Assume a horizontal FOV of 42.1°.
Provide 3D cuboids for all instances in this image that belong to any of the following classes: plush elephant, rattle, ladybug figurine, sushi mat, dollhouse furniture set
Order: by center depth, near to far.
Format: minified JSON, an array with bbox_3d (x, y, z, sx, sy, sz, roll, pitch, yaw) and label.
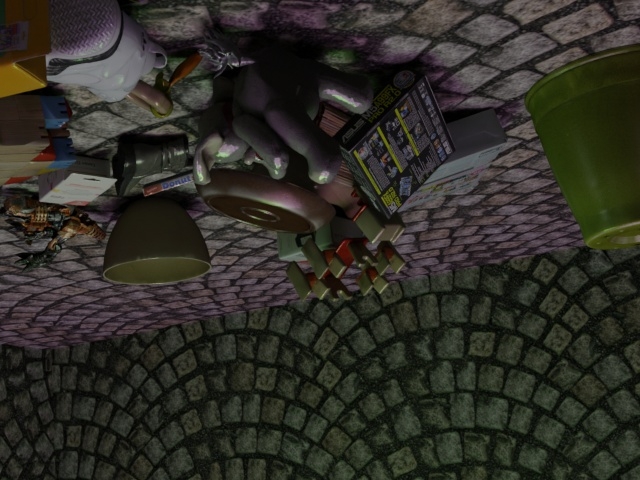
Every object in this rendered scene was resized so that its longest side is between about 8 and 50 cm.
[{"bbox_3d":[-0.332,-0.311,1.454,0.199,0.143,0.130,29,-169,10],"label":"rattle"},{"bbox_3d":[-0.112,-0.209,1.513,0.330,0.272,0.255,28,139,-14],"label":"plush elephant"},{"bbox_3d":[0.078,-0.193,1.856,0.019,0.151,0.316,9,177,35],"label":"sushi mat"},{"bbox_3d":[0.074,0.011,1.908,0.262,0.135,0.259,-2,138,-43],"label":"dollhouse furniture set"},{"bbox_3d":[-0.035,-0.124,2.027,0.305,0.162,0.449,-8,165,6],"label":"ladybug figurine"}]

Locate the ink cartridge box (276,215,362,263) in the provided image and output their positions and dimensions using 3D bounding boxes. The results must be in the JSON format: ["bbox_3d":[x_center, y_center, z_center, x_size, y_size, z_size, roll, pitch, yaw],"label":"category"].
[{"bbox_3d":[0.000,0.000,2.044,0.175,0.072,0.127,-18,161,36],"label":"ink cartridge box"}]

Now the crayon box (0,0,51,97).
[{"bbox_3d":[-0.491,-0.290,1.125,0.323,0.203,0.083,-10,165,13],"label":"crayon box"}]

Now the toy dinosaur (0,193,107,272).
[{"bbox_3d":[-0.687,-0.031,2.137,0.218,0.164,0.322,-33,133,24],"label":"toy dinosaur"}]

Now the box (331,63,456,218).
[{"bbox_3d":[0.156,-0.196,1.697,0.216,0.060,0.270,-45,145,-4],"label":"box"}]

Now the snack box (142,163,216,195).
[{"bbox_3d":[-0.333,-0.146,1.971,0.178,0.022,0.064,-18,-165,-4],"label":"snack box"}]

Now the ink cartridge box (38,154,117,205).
[{"bbox_3d":[-0.557,-0.143,1.908,0.115,0.067,0.198,5,162,-38],"label":"ink cartridge box"}]

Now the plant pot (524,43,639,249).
[{"bbox_3d":[0.655,-0.176,1.782,0.366,0.353,0.366,-6,164,-2],"label":"plant pot"}]

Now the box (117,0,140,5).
[{"bbox_3d":[-0.245,-0.391,1.198,0.162,0.029,0.116,-11,165,11],"label":"box"}]

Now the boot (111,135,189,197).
[{"bbox_3d":[-0.384,-0.164,1.895,0.161,0.083,0.246,-9,169,-22],"label":"boot"}]

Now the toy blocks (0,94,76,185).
[{"bbox_3d":[-0.602,-0.182,1.601,0.261,0.191,0.381,-9,171,-43],"label":"toy blocks"}]

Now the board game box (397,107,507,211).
[{"bbox_3d":[0.293,-0.185,1.991,0.224,0.097,0.303,-19,166,-10],"label":"board game box"}]

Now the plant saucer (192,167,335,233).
[{"bbox_3d":[-0.123,-0.073,1.750,0.310,0.050,0.310,13,168,3],"label":"plant saucer"}]

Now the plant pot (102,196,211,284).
[{"bbox_3d":[-0.441,-0.006,2.227,0.284,0.191,0.284,-6,164,-2],"label":"plant pot"}]

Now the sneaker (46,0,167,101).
[{"bbox_3d":[-0.423,-0.284,1.289,0.365,0.137,0.210,-5,170,21],"label":"sneaker"}]
